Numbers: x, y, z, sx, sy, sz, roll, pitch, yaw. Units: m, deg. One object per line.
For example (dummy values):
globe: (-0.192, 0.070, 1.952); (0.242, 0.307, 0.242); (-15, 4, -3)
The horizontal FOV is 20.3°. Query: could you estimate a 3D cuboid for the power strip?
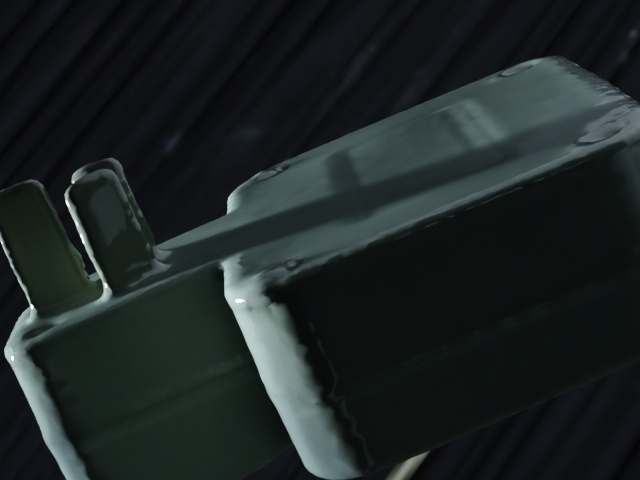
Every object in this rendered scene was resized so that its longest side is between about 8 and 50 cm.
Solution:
power strip: (0.000, 0.000, 0.718); (0.229, 0.261, 0.141); (-102, -12, -77)
